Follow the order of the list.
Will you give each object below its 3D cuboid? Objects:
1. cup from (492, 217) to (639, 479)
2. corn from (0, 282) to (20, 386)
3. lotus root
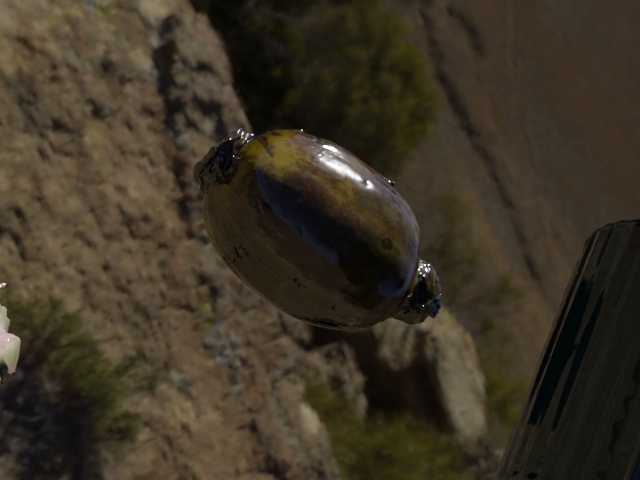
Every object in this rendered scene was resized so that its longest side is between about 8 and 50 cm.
[{"bbox_3d":[0.198,0.146,0.775,0.308,0.242,0.292,32,74,-38],"label":"cup"},{"bbox_3d":[-0.241,0.096,0.504,0.335,0.127,0.126,-38,105,-50],"label":"corn"},{"bbox_3d":[0.000,0.000,0.955,0.209,0.120,0.120,34,38,-19],"label":"lotus root"}]
